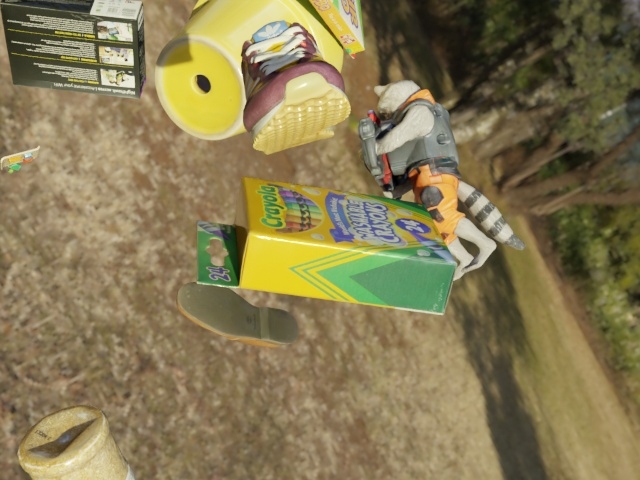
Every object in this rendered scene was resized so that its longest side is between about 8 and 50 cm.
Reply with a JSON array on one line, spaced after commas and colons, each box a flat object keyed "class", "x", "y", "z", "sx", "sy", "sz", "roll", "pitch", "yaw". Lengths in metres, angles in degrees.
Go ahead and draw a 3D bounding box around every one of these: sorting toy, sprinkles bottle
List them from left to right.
[{"class": "sorting toy", "x": -0.453, "y": -0.120, "z": 1.499, "sx": 0.012, "sy": 0.062, "sz": 0.083, "roll": 67, "pitch": -19, "yaw": 1}, {"class": "sprinkles bottle", "x": -0.279, "y": 0.387, "z": 1.327, "sx": 0.121, "sy": 0.121, "sz": 0.356, "roll": -101, "pitch": 174, "yaw": -60}]

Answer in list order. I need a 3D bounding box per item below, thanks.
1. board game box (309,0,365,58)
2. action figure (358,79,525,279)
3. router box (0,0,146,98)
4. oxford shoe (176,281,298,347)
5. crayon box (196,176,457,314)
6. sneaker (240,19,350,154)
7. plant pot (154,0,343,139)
[{"class": "board game box", "x": 0.014, "y": -0.384, "z": 1.490, "sx": 0.259, "sy": 0.039, "sz": 0.124, "roll": 43, "pitch": 40, "yaw": -64}, {"class": "action figure", "x": 0.177, "y": -0.102, "z": 1.570, "sx": 0.341, "sy": 0.178, "sz": 0.330, "roll": 17, "pitch": 50, "yaw": -80}, {"class": "router box", "x": -0.326, "y": -0.262, "z": 1.321, "sx": 0.133, "sy": 0.178, "sz": 0.046, "roll": 99, "pitch": -3, "yaw": -46}, {"class": "oxford shoe", "x": -0.137, "y": 0.123, "z": 1.497, "sx": 0.212, "sy": 0.076, "sz": 0.076, "roll": 26, "pitch": 55, "yaw": -34}, {"class": "crayon box", "x": 0.000, "y": 0.000, "z": 1.322, "sx": 0.203, "sy": 0.322, "sz": 0.083, "roll": -106, "pitch": -155, "yaw": -65}, {"class": "sneaker", "x": -0.026, "y": -0.107, "z": 0.651, "sx": 0.185, "sy": 0.069, "sz": 0.084, "roll": 167, "pitch": -94, "yaw": -85}, {"class": "plant pot", "x": -0.126, "y": -0.275, "z": 1.543, "sx": 0.254, "sy": 0.254, "sz": 0.239, "roll": 60, "pitch": 36, "yaw": -11}]
